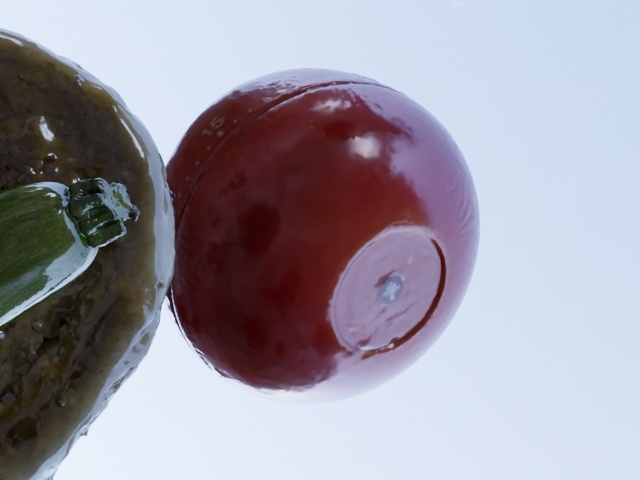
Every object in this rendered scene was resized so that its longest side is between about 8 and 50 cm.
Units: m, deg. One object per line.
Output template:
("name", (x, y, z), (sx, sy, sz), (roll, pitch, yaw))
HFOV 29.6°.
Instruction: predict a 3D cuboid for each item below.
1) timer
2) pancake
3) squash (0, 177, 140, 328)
("timer", (0.000, 0.000, 1.360), (0.279, 0.378, 0.378), (37, -69, 50))
("pancake", (-0.271, 0.020, 0.789), (0.356, 0.065, 0.356), (0, -95, 1))
("squash", (-0.213, 0.041, 0.646), (0.258, 0.069, 0.069), (-38, -124, 3))
